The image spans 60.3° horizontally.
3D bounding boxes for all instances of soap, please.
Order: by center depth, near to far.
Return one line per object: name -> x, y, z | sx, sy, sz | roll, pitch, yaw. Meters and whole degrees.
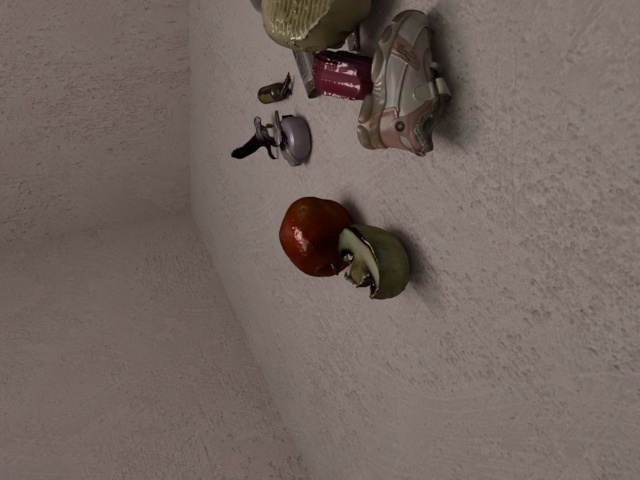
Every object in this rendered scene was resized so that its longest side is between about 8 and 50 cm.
soap -> 0.097, -0.470, 1.575 | 0.289, 0.182, 0.112 | 29, 128, 39

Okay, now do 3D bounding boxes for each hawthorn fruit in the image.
hawthorn fruit -> 0.000, 0.000, 1.921 | 0.275, 0.275, 0.300 | 108, 143, -49

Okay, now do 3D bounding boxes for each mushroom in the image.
mushroom -> 0.176, 0.050, 1.684 | 0.267, 0.163, 0.190 | -143, 50, -60

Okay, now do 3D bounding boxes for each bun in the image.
bun -> 0.006, -0.689, 1.557 | 0.359, 0.210, 0.360 | -3, 86, 40

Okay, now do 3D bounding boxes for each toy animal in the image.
toy animal -> -0.231, -0.439, 2.408 | 0.272, 0.197, 0.160 | -12, 70, 24

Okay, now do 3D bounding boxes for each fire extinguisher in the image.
fire extinguisher -> -0.184, -0.620, 2.244 | 0.252, 0.075, 0.107 | 17, 116, 63

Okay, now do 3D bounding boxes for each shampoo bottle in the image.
shampoo bottle -> -0.049, -0.627, 1.969 | 0.086, 0.055, 0.228 | -41, 65, 61

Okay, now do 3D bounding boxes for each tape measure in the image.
tape measure -> -0.117, -0.402, 2.171 | 0.196, 0.105, 0.179 | 62, 151, 33

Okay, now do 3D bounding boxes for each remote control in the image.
remote control -> 0.094, -0.672, 1.677 | 0.050, 0.027, 0.184 | 24, 128, 57

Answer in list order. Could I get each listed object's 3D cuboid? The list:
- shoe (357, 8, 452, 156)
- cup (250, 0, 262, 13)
shoe -> 0.233, -0.380, 1.373 | 0.198, 0.171, 0.351 | 21, 106, 20
cup -> -0.137, -0.960, 1.870 | 0.347, 0.162, 0.348 | 42, 139, 52
